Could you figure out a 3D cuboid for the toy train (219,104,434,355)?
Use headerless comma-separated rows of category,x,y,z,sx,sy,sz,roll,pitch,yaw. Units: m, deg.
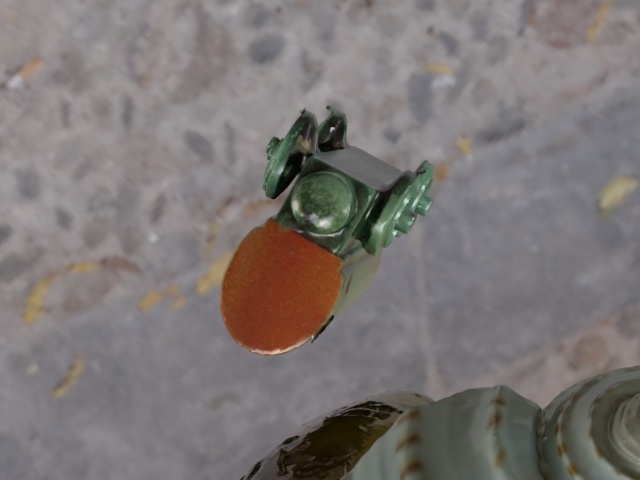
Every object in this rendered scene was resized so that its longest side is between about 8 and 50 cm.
toy train,0.000,0.000,1.405,0.177,0.116,0.285,-62,176,8

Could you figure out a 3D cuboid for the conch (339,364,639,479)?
conch,0.152,0.232,1.081,0.303,0.215,0.319,-5,107,-14

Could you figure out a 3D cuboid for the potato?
potato,0.016,0.174,1.351,0.149,0.113,0.251,-38,-178,35
